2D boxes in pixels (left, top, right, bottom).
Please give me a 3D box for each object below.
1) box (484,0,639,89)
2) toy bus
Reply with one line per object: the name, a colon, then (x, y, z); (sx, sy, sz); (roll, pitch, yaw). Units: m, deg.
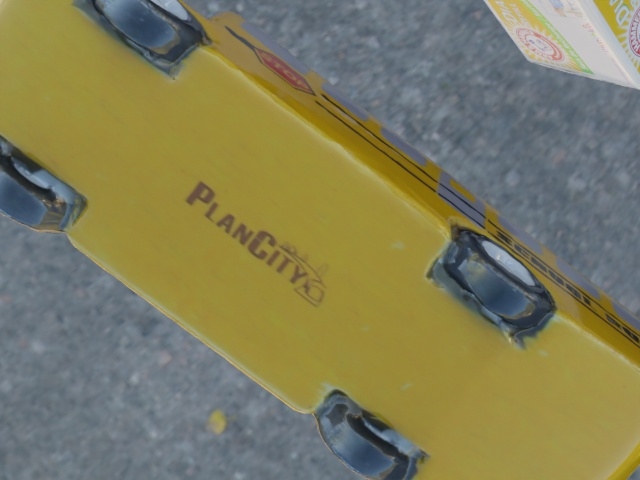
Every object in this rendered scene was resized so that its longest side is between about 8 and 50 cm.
box: (0.161, -0.206, 0.922); (0.103, 0.203, 0.114); (23, 76, 44)
toy bus: (0.000, 0.000, 0.621); (0.333, 0.130, 0.108); (37, 106, -4)
